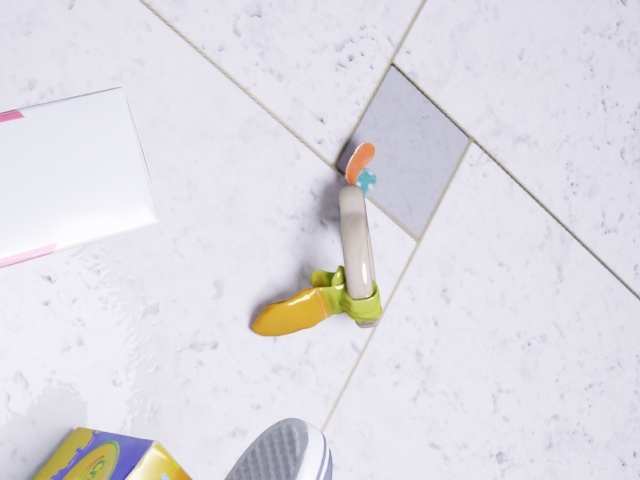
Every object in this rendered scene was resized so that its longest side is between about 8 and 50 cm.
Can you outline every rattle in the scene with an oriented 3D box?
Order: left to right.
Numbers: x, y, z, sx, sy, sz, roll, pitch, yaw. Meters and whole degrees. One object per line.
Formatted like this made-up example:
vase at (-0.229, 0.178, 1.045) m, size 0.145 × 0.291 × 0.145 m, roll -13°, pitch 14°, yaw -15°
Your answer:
rattle at (0.000, 0.000, 1.523) m, size 0.130 × 0.142 × 0.200 m, roll 24°, pitch 56°, yaw -66°

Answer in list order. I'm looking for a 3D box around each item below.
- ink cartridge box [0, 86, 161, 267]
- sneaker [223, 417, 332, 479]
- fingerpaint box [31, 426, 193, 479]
ink cartridge box at (-0.296, -0.032, 1.156) m, size 0.207 × 0.283 × 0.117 m, roll -18°, pitch 96°, yaw -35°
sneaker at (-0.053, 0.319, 1.226) m, size 0.127 × 0.126 × 0.321 m, roll 31°, pitch 81°, yaw -29°
fingerpaint box at (-0.216, 0.459, 1.277) m, size 0.371 × 0.163 × 0.445 m, roll 52°, pitch 61°, yaw -24°
